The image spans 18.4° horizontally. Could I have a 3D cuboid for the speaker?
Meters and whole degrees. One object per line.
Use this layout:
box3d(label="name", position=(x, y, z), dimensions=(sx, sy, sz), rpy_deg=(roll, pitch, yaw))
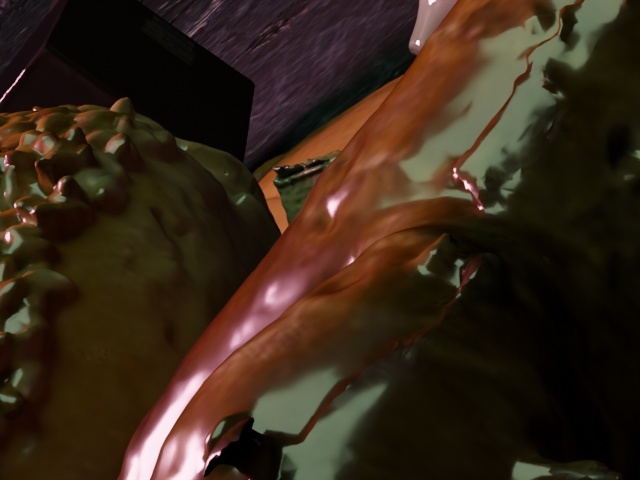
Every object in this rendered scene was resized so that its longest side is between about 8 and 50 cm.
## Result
box3d(label="speaker", position=(-0.184, -0.047, 1.483), dimensions=(0.232, 0.184, 0.254), rpy_deg=(-50, 13, 17))

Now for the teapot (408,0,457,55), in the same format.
box3d(label="teapot", position=(0.145, -0.257, 1.311), dimensions=(0.149, 0.220, 0.318), rpy_deg=(-30, 10, -38))

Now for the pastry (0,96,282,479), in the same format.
box3d(label="pastry", position=(-0.182, 0.101, 1.009), dimensions=(0.409, 0.245, 0.409), rpy_deg=(-39, 25, 22))

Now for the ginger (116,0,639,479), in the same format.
box3d(label="ginger", position=(0.074, 0.029, 0.615), dimensions=(0.418, 0.176, 0.254), rpy_deg=(-47, 13, -10))

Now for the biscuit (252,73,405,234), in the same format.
box3d(label="biscuit", position=(0.000, 0.000, 1.237), dimensions=(0.351, 0.057, 0.312), rpy_deg=(-49, 18, -25))

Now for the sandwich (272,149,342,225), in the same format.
box3d(label="sandwich", position=(0.096, -0.049, 1.060), dimensions=(0.193, 0.058, 0.162), rpy_deg=(-11, 9, 41))
